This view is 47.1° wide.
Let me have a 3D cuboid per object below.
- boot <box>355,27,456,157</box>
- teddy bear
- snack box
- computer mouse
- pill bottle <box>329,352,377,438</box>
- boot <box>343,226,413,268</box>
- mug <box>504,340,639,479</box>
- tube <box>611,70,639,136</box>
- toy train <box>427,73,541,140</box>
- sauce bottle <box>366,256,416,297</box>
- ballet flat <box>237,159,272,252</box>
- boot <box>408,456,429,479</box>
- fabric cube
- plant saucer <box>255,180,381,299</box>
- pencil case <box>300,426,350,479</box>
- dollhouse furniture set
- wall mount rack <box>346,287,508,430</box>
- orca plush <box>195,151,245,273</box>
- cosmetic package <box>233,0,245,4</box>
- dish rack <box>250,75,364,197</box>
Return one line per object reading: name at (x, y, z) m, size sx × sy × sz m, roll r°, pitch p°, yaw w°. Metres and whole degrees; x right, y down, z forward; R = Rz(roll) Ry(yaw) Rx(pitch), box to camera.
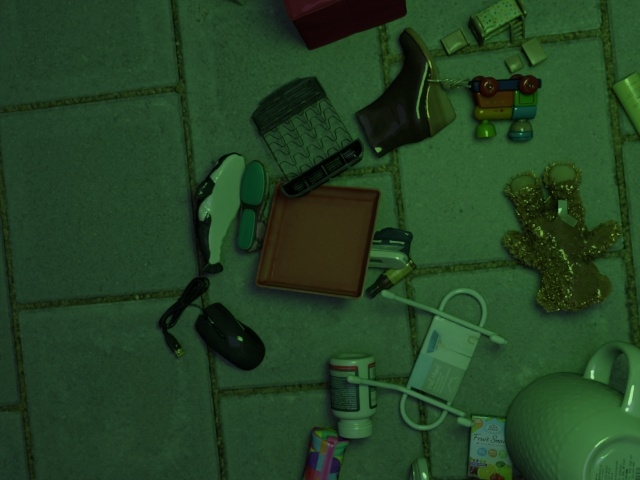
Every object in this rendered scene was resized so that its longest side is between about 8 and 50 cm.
boot at (0.173, -0.336, 1.672) m, size 0.206 × 0.090 × 0.249 m, roll -24°, pitch 91°, yaw 6°
teddy bear at (0.530, -0.011, 1.632) m, size 0.245 × 0.113 × 0.338 m, roll -31°, pitch 79°, yaw 0°
snack box at (0.390, 0.474, 1.681) m, size 0.100 × 0.037 × 0.141 m, roll 4°, pitch 90°, yaw 6°
computer mouse at (-0.271, 0.234, 1.758) m, size 0.184 × 0.060 × 0.262 m, roll -43°, pitch 85°, yaw 6°
pill bottle at (0.076, 0.355, 1.688) m, size 0.107 × 0.108 × 0.180 m, roll -2°, pitch 90°, yaw 8°
boot at (0.119, 0.013, 1.707) m, size 0.189 × 0.069 × 0.086 m, roll 7°, pitch 59°, yaw 20°
mug at (0.568, 0.386, 1.494) m, size 0.276 × 0.328 × 0.374 m, roll 18°, pitch 90°, yaw -1°
tube at (0.731, -0.256, 1.615) m, size 0.070 × 0.062 × 0.240 m, roll -30°, pitch 92°, yaw 48°
toy train at (0.361, -0.292, 1.635) m, size 0.247 × 0.105 × 0.144 m, roll -3°, pitch 104°, yaw -2°
sauce bottle at (0.163, 0.085, 1.704) m, size 0.128 × 0.042 × 0.042 m, roll -37°, pitch 86°, yaw 5°
ballet flat at (-0.148, -0.081, 1.726) m, size 0.076 × 0.079 × 0.222 m, roll 14°, pitch 103°, yaw 31°
boot at (0.187, 0.626, 1.681) m, size 0.123 × 0.095 × 0.259 m, roll 0°, pitch 92°, yaw 1°
fabric cube at (0.033, -0.604, 1.604) m, size 0.258 × 0.258 × 0.254 m, roll -18°, pitch 87°, yaw 8°
plant saucer at (0.000, 0.000, 1.677) m, size 0.258 × 0.048 × 0.259 m, roll 6°, pitch 75°, yaw 21°
pencil case at (0.001, 0.557, 1.707) m, size 0.104 × 0.104 × 0.237 m, roll 11°, pitch 92°, yaw 8°
dollhouse furniture set at (0.387, -0.432, 1.635) m, size 0.181 × 0.101 × 0.161 m, roll -29°, pitch 87°, yaw 7°
wall mount rack at (0.236, 0.258, 1.643) m, size 0.304 × 0.130 × 0.350 m, roll 21°, pitch 92°, yaw 1°
orca plush at (-0.248, -0.069, 1.756) m, size 0.151 × 0.102 × 0.288 m, roll -7°, pitch 104°, yaw -36°
cosmetic package at (-0.245, -0.666, 1.695) m, size 0.183 × 0.151 × 0.152 m, roll 26°, pitch 94°, yaw 8°
dish rack at (-0.039, -0.248, 1.694) m, size 0.208 × 0.074 × 0.272 m, roll -31°, pitch 75°, yaw 6°
